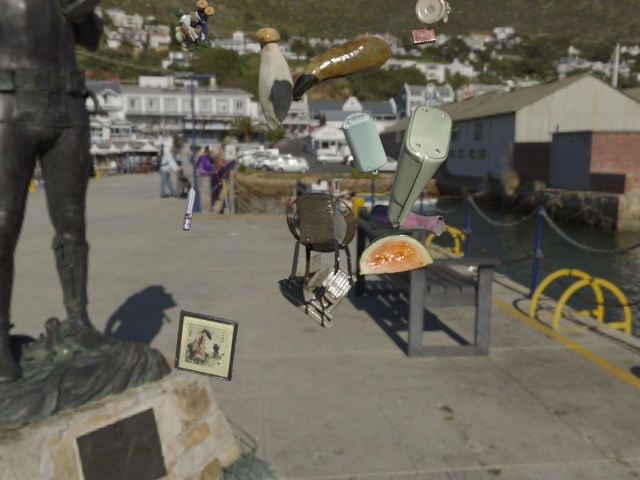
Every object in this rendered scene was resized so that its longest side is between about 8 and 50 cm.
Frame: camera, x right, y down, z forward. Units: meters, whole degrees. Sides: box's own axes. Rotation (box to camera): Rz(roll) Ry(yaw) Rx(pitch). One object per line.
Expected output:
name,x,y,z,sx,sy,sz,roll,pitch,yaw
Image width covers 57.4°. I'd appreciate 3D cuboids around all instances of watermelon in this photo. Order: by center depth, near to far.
watermelon,0.294,0.029,2.349,0.303,0.128,0.159,-7,48,2

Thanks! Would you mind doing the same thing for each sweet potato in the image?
sweet potato,0.073,-0.619,2.056,0.422,0.131,0.130,-27,17,-17

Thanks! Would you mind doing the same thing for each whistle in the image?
whistle,-0.527,-0.123,2.347,0.033,0.177,0.033,4,-17,1

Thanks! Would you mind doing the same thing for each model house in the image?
model house,0.000,0.142,1.872,0.229,0.188,0.122,39,12,4

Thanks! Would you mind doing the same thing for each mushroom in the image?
mushroom,-0.165,-0.567,2.063,0.128,0.350,0.128,-7,17,2

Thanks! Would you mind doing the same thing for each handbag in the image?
handbag,0.239,-0.167,1.490,0.109,0.315,0.241,16,51,5

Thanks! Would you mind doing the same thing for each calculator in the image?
calculator,0.169,-0.367,2.227,0.141,0.246,0.045,-25,8,-28

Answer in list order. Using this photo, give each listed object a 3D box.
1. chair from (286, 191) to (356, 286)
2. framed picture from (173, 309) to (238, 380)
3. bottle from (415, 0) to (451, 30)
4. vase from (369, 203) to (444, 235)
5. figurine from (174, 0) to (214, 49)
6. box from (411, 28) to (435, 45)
chair,0.000,0.000,1.414,0.174,0.213,0.149,-2,-9,16
framed picture,-0.357,0.330,1.829,0.199,0.195,0.010,9,7,11
bottle,0.350,-0.703,1.810,0.098,0.099,0.152,3,8,19
vase,0.252,-0.054,1.708,0.214,0.086,0.086,9,12,36
figurine,-0.386,-0.657,1.791,0.093,0.147,0.197,-45,10,-19
box,0.381,-0.755,2.164,0.082,0.052,0.023,-9,-13,0
